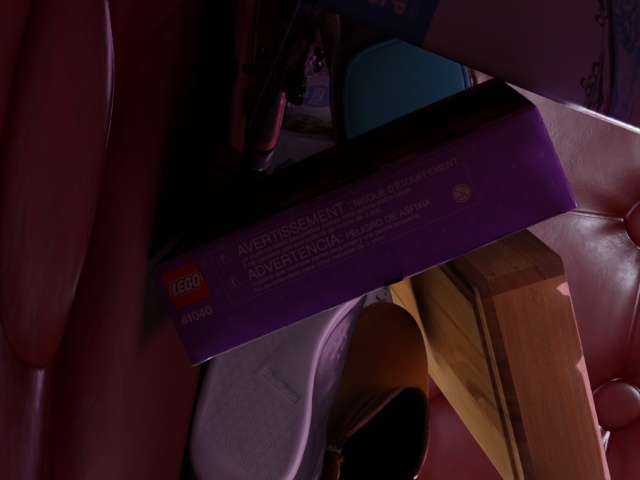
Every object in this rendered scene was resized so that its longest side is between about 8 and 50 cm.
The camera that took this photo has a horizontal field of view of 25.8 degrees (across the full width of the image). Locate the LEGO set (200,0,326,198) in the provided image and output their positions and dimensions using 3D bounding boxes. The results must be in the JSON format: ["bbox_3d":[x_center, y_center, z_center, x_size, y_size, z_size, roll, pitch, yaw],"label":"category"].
[{"bbox_3d":[-0.013,-0.148,0.806,0.244,0.060,0.182,-66,174,19],"label":"LEGO set"}]

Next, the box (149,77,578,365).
[{"bbox_3d":[0.028,-0.024,0.796,0.293,0.201,0.057,-70,137,-80],"label":"box"}]

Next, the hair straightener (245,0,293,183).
[{"bbox_3d":[-0.022,-0.136,1.025,0.089,0.047,0.230,-76,173,-67],"label":"hair straightener"}]

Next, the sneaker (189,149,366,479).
[{"bbox_3d":[-0.025,0.077,1.022,0.147,0.105,0.295,96,11,-60],"label":"sneaker"}]

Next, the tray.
[{"bbox_3d":[0.128,0.059,1.224,0.411,0.076,0.202,-126,-160,-71],"label":"tray"}]

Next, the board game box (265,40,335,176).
[{"bbox_3d":[-0.019,0.007,1.288,0.318,0.066,0.318,-75,172,-67],"label":"board game box"}]

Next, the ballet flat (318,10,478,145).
[{"bbox_3d":[0.049,-0.167,1.102,0.123,0.123,0.348,-68,145,-80],"label":"ballet flat"}]

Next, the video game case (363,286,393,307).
[{"bbox_3d":[0.019,0.083,1.663,0.329,0.036,0.300,122,-17,-50],"label":"video game case"}]

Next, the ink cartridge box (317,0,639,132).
[{"bbox_3d":[0.169,-0.167,0.764,0.198,0.270,0.197,-34,146,-78],"label":"ink cartridge box"}]

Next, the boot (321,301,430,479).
[{"bbox_3d":[0.041,0.146,1.143,0.220,0.109,0.283,109,5,-64],"label":"boot"}]
